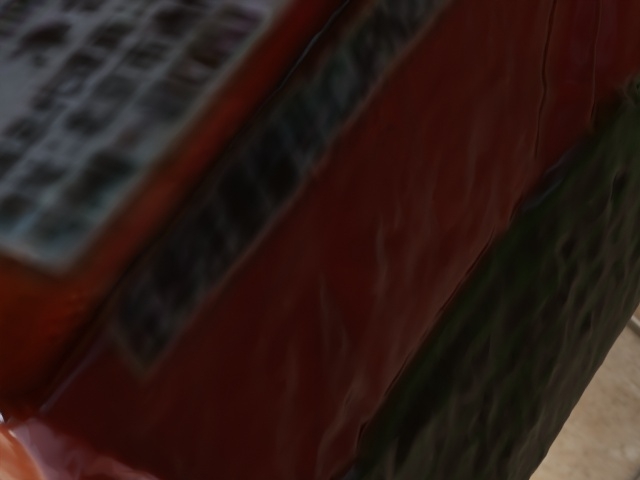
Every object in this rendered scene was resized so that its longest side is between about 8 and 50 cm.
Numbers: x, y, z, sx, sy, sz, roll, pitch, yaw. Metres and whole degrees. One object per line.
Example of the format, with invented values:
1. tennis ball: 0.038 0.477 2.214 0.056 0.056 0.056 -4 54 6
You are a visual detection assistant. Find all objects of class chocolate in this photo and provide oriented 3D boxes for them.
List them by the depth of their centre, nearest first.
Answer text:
1. chocolate: 0.000 0.000 0.619 0.161 0.341 0.360 21 60 29
